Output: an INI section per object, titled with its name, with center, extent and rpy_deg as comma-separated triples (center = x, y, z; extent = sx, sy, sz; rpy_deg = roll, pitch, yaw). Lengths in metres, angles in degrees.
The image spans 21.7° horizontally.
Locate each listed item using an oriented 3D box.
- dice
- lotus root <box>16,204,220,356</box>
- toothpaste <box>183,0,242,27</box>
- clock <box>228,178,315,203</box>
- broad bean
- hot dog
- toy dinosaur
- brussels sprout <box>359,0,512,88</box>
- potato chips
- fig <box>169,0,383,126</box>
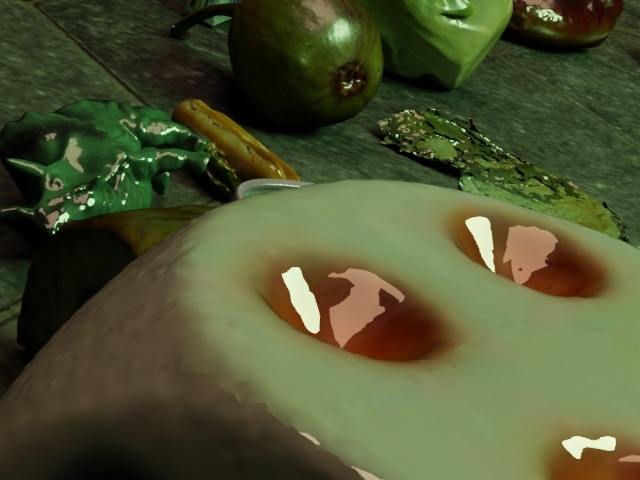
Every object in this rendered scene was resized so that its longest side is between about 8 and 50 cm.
[dice]
center = 0.038, 0.138, 0.535
extent = 0.251, 0.243, 0.259
rpy_deg = 33, 22, 27
[lotus root]
center = 0.015, 0.056, 0.839
extent = 0.314, 0.142, 0.210
rpy_deg = 13, 22, -22
[toothpaste]
center = -0.078, -0.237, 1.568
extent = 0.034, 0.046, 0.164
rpy_deg = 28, 22, 11
[clock]
center = 0.000, 0.000, 1.073
extent = 0.152, 0.050, 0.110
rpy_deg = 8, 25, -29
[broad bean]
center = 0.254, -0.259, 1.857
extent = 0.165, 0.084, 0.114
rpy_deg = -3, 34, -33
[hot dog]
center = -0.065, -0.058, 1.174
extent = 0.133, 0.041, 0.056
rpy_deg = 40, 8, 41
[toy dinosaur]
center = -0.117, -0.047, 1.051
extent = 0.120, 0.079, 0.292
rpy_deg = 27, 20, 12
[brussels sprout]
center = 0.074, -0.273, 1.556
extent = 0.219, 0.210, 0.271
rpy_deg = -36, 90, -36
[potato chips]
center = 0.146, -0.044, 1.343
extent = 0.202, 0.029, 0.220
rpy_deg = 3, 30, -38
[fig]
center = -0.046, -0.167, 1.365
extent = 0.124, 0.124, 0.236
rpy_deg = 2, 16, -38
